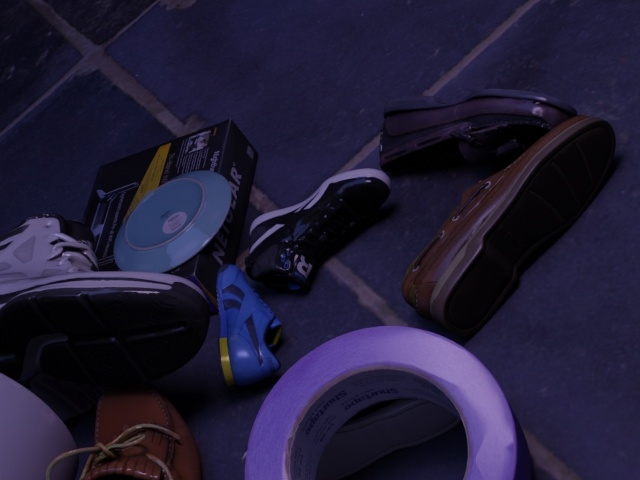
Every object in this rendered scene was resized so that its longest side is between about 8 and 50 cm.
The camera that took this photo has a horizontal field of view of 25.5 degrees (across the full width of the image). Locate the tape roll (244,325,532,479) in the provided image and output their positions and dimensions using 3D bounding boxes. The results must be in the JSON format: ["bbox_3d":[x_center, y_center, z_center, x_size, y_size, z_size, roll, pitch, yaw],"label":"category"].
[{"bbox_3d":[0.067,0.227,1.402,0.274,0.090,0.275,-9,60,16],"label":"tape roll"}]

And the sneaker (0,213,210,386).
[{"bbox_3d":[-0.310,0.045,1.782,0.447,0.169,0.257,-9,41,29],"label":"sneaker"}]

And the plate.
[{"bbox_3d":[-0.204,-0.030,1.898,0.188,0.024,0.188,-22,39,19],"label":"plate"}]

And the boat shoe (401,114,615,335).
[{"bbox_3d":[0.208,-0.035,1.620,0.307,0.111,0.104,-46,38,-11],"label":"boat shoe"}]

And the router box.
[{"bbox_3d":[-0.229,-0.010,1.985,0.243,0.081,0.309,-17,41,26],"label":"router box"}]

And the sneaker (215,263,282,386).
[{"bbox_3d":[-0.087,0.102,1.771,0.082,0.069,0.209,-12,37,2],"label":"sneaker"}]

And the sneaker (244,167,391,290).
[{"bbox_3d":[0.000,0.000,1.796,0.217,0.079,0.121,-26,41,29],"label":"sneaker"}]

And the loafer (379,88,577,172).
[{"bbox_3d":[0.189,-0.126,1.761,0.302,0.109,0.095,4,72,50],"label":"loafer"}]

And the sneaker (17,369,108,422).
[{"bbox_3d":[-0.373,0.209,1.872,0.236,0.095,0.104,-46,29,-9],"label":"sneaker"}]

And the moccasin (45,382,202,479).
[{"bbox_3d":[-0.221,0.292,1.600,0.139,0.147,0.380,-26,37,17],"label":"moccasin"}]

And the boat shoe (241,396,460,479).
[{"bbox_3d":[0.032,0.193,1.540,0.254,0.095,0.079,-25,40,15],"label":"boat shoe"}]

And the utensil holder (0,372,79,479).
[{"bbox_3d":[-0.485,0.359,1.598,0.327,0.327,0.385,-12,40,31],"label":"utensil holder"}]
